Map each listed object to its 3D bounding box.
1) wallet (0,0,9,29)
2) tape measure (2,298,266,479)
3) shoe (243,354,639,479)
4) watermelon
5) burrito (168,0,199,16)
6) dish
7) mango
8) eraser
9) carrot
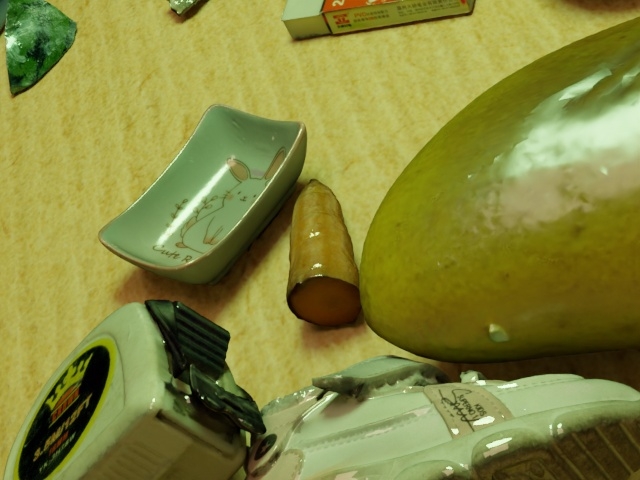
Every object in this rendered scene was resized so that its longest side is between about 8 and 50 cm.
[{"bbox_3d":[-0.530,-0.299,1.877,0.170,0.069,0.231,6,54,27],"label":"wallet"},{"bbox_3d":[-0.150,0.154,1.125,0.271,0.133,0.231,-47,24,25],"label":"tape measure"},{"bbox_3d":[0.080,0.163,1.005,0.351,0.171,0.198,-20,40,8],"label":"shoe"},{"bbox_3d":[-0.385,-0.263,1.779,0.101,0.080,0.155,12,44,-7],"label":"watermelon"},{"bbox_3d":[-0.142,-0.360,1.732,0.051,0.042,0.171,37,76,15],"label":"burrito"},{"bbox_3d":[-0.110,-0.038,1.378,0.151,0.077,0.212,17,59,41],"label":"dish"},{"bbox_3d":[0.238,-0.031,1.072,0.445,0.220,0.301,-29,45,3],"label":"mango"},{"bbox_3d":[0.078,-0.316,1.572,0.230,0.038,0.157,-5,48,25],"label":"eraser"},{"bbox_3d":[0.000,0.000,1.298,0.072,0.072,0.205,-20,35,11],"label":"carrot"}]
